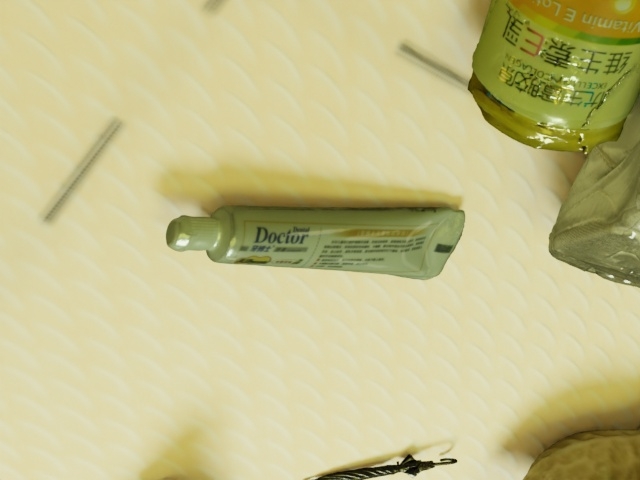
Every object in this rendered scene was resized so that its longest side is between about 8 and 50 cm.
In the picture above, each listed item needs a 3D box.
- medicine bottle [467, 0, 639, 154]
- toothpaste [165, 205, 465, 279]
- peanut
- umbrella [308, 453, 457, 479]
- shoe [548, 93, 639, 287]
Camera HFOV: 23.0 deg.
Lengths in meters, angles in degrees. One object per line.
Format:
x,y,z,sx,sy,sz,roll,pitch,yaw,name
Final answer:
0.175,-0.168,1.024,0.124,0.124,0.239,-6,132,-26,medicine bottle
0.000,0.000,1.147,0.255,0.037,0.067,2,124,-36,toothpaste
0.304,0.232,1.472,0.298,0.136,0.120,-11,114,-19,peanut
0.056,0.204,1.389,0.148,0.022,0.022,-6,95,-25,umbrella
0.273,-0.086,1.136,0.132,0.211,0.342,17,163,-4,shoe
